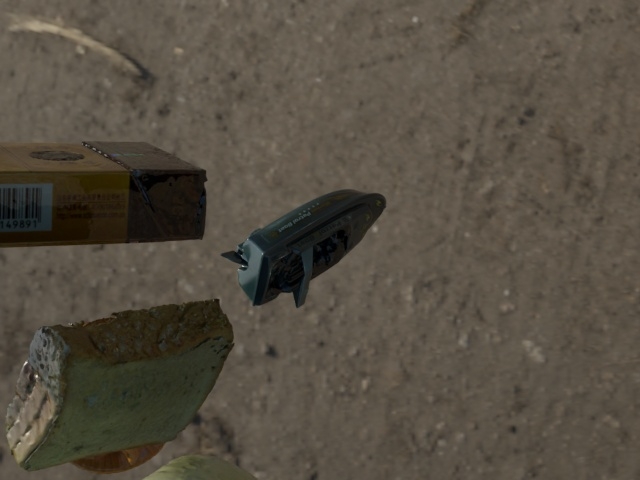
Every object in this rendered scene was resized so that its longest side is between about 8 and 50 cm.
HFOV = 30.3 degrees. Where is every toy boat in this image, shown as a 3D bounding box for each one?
[{"bbox_3d":[0.000,0.000,1.458,0.103,0.246,0.093,38,137,25],"label":"toy boat"}]

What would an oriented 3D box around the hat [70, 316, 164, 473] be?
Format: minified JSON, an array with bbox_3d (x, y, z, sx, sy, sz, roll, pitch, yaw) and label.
[{"bbox_3d":[-0.255,0.197,1.690,0.233,0.244,0.233,-36,66,60],"label":"hat"}]

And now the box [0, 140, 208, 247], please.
[{"bbox_3d":[-0.401,-0.073,1.754,0.264,0.415,0.116,25,115,60],"label":"box"}]

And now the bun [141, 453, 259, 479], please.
[{"bbox_3d":[-0.139,0.406,1.262,0.213,0.361,0.361,-22,69,16],"label":"bun"}]

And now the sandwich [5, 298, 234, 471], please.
[{"bbox_3d":[-0.245,0.178,1.431,0.087,0.251,0.226,56,130,28],"label":"sandwich"}]
